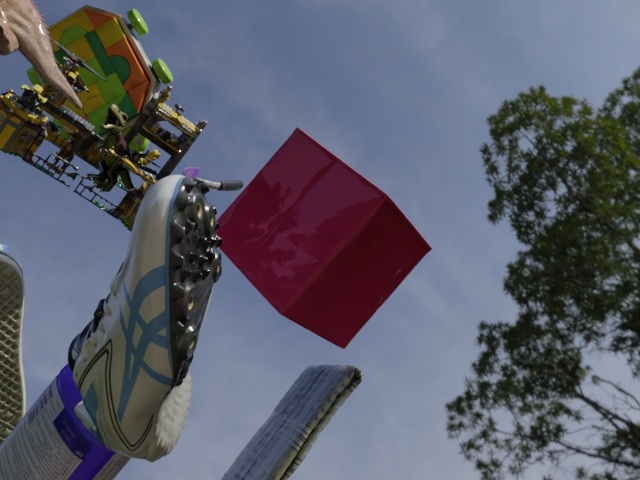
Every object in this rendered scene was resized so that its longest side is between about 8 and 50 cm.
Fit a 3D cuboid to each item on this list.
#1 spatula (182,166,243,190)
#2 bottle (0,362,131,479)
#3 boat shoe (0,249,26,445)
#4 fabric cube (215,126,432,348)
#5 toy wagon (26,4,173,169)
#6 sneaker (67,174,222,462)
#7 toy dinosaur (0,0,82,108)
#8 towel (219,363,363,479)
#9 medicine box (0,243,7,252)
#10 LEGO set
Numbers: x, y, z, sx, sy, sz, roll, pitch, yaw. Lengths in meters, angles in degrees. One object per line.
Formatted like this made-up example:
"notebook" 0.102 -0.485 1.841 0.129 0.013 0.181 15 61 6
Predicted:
"spatula" -0.278 -0.143 1.557 0.030 0.296 0.084 31 -76 22
"bottle" -0.298 0.256 0.651 0.283 0.118 0.092 -50 -33 8
"boat shoe" -0.628 0.233 1.073 0.187 0.156 0.500 0 -71 -44
"fabric cube" 0.000 0.000 1.126 0.258 0.259 0.254 -50 -36 2
"toy wagon" -0.447 -0.313 1.279 0.267 0.068 0.344 -28 -92 5
"sneaker" -0.114 0.058 0.375 0.086 0.085 0.237 18 -51 -4
"toy dinosaur" -0.368 -0.232 0.580 0.296 0.200 0.127 13 -47 -22
"towel" -0.062 0.352 1.060 0.056 0.312 0.324 42 -108 -4
"medicine box" -0.946 0.064 1.420 0.263 0.289 0.149 0 -98 15
"LEGO set" -0.319 -0.178 0.943 0.331 0.255 0.192 37 -79 -14
